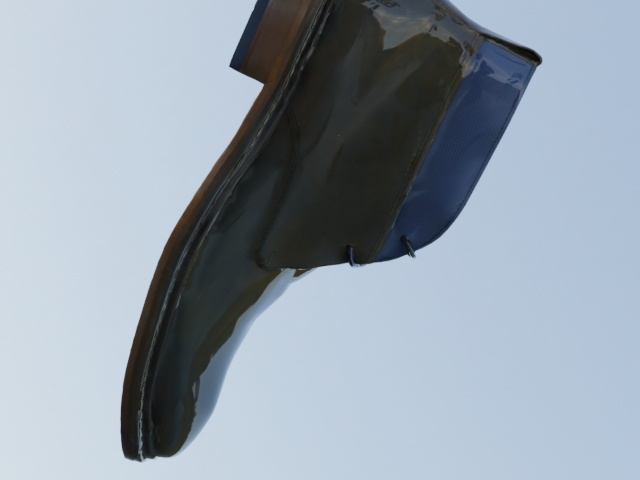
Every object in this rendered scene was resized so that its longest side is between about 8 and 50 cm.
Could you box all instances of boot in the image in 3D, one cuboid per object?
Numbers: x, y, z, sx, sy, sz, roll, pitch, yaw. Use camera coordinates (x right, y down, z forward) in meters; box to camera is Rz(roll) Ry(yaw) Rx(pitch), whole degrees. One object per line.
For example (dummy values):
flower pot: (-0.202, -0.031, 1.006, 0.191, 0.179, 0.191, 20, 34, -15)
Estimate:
boot: (0.000, 0.000, 0.657, 0.106, 0.219, 0.082, 21, 12, 3)
